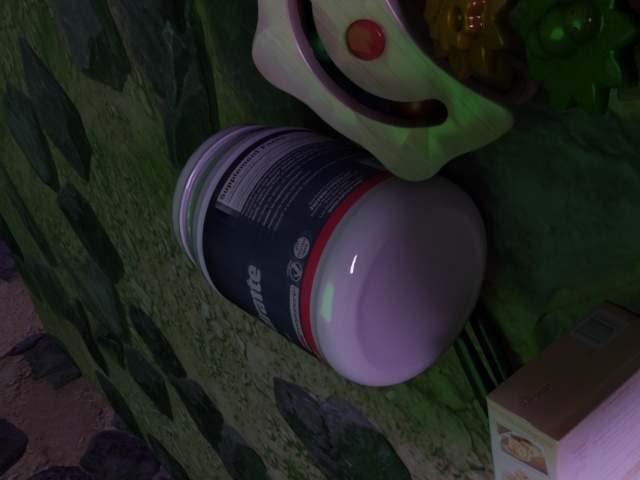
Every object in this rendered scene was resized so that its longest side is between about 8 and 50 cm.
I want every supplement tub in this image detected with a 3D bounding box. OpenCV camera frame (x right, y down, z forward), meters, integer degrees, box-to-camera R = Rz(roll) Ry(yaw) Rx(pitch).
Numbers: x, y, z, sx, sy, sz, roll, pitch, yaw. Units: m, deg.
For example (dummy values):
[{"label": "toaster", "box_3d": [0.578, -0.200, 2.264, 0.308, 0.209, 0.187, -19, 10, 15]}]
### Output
[{"label": "supplement tub", "box_3d": [0.000, 0.000, 0.783, 0.272, 0.191, 0.191, 26, 140, 46]}]

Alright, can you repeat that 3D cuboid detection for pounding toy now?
[{"label": "pounding toy", "box_3d": [0.046, -0.184, 0.621, 0.269, 0.155, 0.154, 37, 132, 4]}]

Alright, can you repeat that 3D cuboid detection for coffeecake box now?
[{"label": "coffeecake box", "box_3d": [0.209, 0.166, 0.662, 0.068, 0.142, 0.185, 29, 141, 45]}]

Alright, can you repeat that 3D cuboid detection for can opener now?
[{"label": "can opener", "box_3d": [0.170, 0.145, 0.797, 0.186, 0.059, 0.073, 60, 154, -5]}]

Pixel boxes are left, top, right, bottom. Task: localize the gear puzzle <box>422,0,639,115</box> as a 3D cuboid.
[{"label": "gear puzzle", "box_3d": [0.125, -0.145, 0.371, 0.339, 0.044, 0.175, -177, 75, -68]}]
